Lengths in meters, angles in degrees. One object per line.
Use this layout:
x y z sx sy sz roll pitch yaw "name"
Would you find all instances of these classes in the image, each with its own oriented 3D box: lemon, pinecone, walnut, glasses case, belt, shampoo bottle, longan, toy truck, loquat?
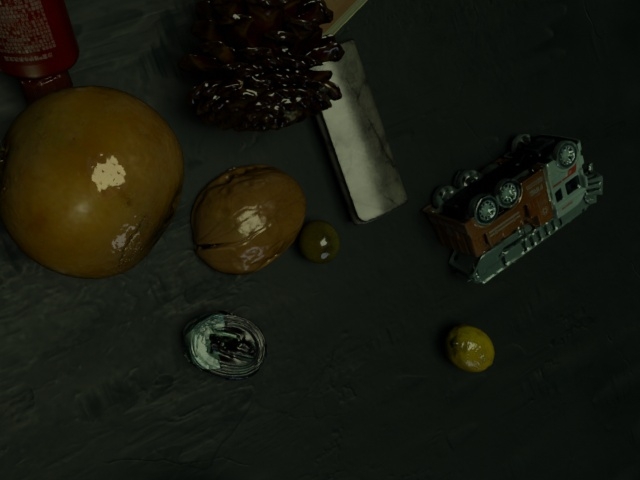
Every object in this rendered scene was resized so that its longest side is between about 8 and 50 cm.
0.277 0.201 1.518 0.111 0.082 0.082 34 78 -28 "lemon"
-0.089 -0.300 1.237 0.246 0.246 0.292 9 69 -27 "pinecone"
-0.103 -0.038 1.309 0.211 0.087 0.167 -36 104 -20 "walnut"
0.056 -0.183 1.394 0.114 0.060 0.299 -26 104 -23 "glasses case"
-0.152 0.167 1.312 0.140 0.058 0.105 15 83 -26 "belt"
-0.385 -0.295 1.050 0.118 0.314 0.076 -9 56 -6 "shampoo bottle"
0.000 0.000 1.379 0.075 0.075 0.083 61 27 -17 "longan"
0.370 -0.071 1.525 0.338 0.133 0.184 -32 117 -19 "toy truck"
-0.304 -0.077 1.105 0.263 0.263 0.263 -2 94 -27 "loquat"

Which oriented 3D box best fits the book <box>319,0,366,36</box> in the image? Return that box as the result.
0.026 -0.469 1.386 0.241 0.018 0.170 -48 111 -17 "book"
